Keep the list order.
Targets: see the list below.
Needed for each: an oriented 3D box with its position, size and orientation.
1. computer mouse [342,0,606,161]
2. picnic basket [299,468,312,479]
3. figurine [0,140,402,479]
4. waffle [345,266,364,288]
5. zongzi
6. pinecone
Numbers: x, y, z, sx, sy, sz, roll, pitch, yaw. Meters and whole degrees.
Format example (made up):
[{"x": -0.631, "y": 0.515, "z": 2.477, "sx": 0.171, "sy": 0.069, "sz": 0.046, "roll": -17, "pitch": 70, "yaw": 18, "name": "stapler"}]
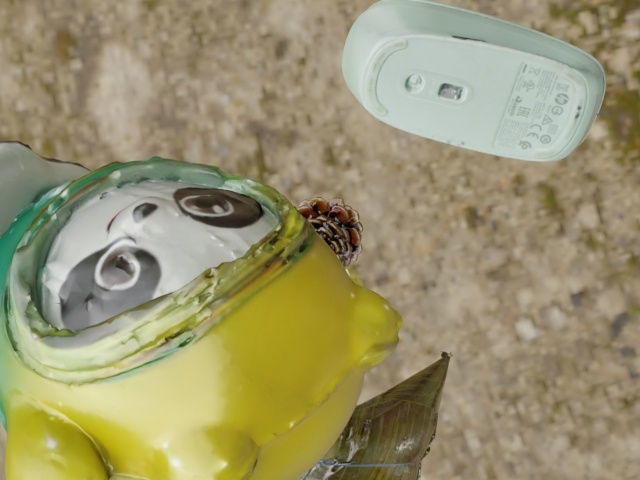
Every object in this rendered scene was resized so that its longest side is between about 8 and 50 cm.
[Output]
[{"x": 0.167, "y": -0.185, "z": 1.760, "sx": 0.097, "sy": 0.288, "sz": 0.159, "roll": -83, "pitch": 6, "yaw": -51, "name": "computer mouse"}, {"x": -0.036, "y": 0.209, "z": 1.372, "sx": 0.065, "sy": 0.083, "sz": 0.083, "roll": 16, "pitch": 74, "yaw": 57, "name": "picnic basket"}, {"x": -0.118, "y": 0.061, "z": 1.057, "sx": 0.340, "sy": 0.323, "sz": 0.231, "roll": 21, "pitch": 137, "yaw": 43, "name": "figurine"}, {"x": -0.053, "y": 0.152, "z": 2.333, "sx": 0.065, "sy": 0.283, "sz": 0.309, "roll": 57, "pitch": 156, "yaw": 24, "name": "waffle"}, {"x": 0.057, "y": 0.239, "z": 2.151, "sx": 0.112, "sy": 0.221, "sz": 0.242, "roll": 20, "pitch": 90, "yaw": 63, "name": "zongzi"}, {"x": 0.003, "y": 0.002, "z": 1.847, "sx": 0.109, "sy": 0.102, "sz": 0.102, "roll": -100, "pitch": 13, "yaw": -63, "name": "pinecone"}]
